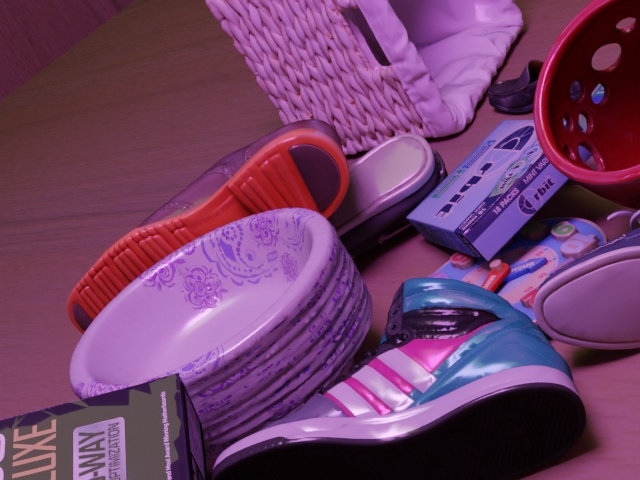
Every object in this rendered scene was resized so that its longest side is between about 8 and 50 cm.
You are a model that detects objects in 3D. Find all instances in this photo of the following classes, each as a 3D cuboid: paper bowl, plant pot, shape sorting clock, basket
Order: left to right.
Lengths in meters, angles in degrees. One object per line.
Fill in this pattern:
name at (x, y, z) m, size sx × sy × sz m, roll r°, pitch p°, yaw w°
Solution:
paper bowl at (-0.082, 0.106, 1.064) m, size 0.284 × 0.148 × 0.284 m, roll -25°, pitch 22°, yaw 11°
basket at (0.067, -0.325, 1.558) m, size 0.266 × 0.328 × 0.331 m, roll -15°, pitch 27°, yaw 37°
shape sorting clock at (0.173, 0.037, 1.061) m, size 0.206 × 0.040 × 0.206 m, roll -23°, pitch 24°, yaw 11°
plant pot at (0.310, -0.110, 0.985) m, size 0.191 × 0.174 × 0.191 m, roll -21°, pitch 58°, yaw 39°

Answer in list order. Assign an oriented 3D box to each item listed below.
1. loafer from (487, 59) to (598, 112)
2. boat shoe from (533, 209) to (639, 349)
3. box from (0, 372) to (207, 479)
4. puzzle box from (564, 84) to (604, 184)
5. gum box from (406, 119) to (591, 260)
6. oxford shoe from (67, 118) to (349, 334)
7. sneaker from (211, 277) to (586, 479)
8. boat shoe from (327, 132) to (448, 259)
loafer at (0.273, -0.199, 1.393) m, size 0.170 × 0.061 × 0.062 m, roll -1°, pitch 37°, yaw 48°
boat shoe at (0.294, 0.013, 0.908) m, size 0.254 × 0.095 × 0.079 m, roll -22°, pitch 26°, yaw 12°
box at (-0.196, 0.261, 0.802) m, size 0.242 × 0.076 × 0.307 m, roll -14°, pitch 45°, yaw 1°
puzzle box at (0.466, -0.166, 1.130) m, size 0.409 × 0.052 × 0.272 m, roll -4°, pitch 34°, yaw 45°
gum box at (0.180, -0.057, 1.148) m, size 0.157 × 0.041 × 0.184 m, roll -45°, pitch 13°, yaw -5°
oxford shoe at (-0.121, -0.007, 1.243) m, size 0.363 × 0.130 × 0.133 m, roll -32°, pitch 20°, yaw 12°
sneaker at (0.055, 0.121, 0.916) m, size 0.295 × 0.124 × 0.178 m, roll -17°, pitch 30°, yaw 10°
boat shoe at (0.000, 0.000, 1.290) m, size 0.335 × 0.095 × 0.112 m, roll -29°, pitch 49°, yaw 9°
